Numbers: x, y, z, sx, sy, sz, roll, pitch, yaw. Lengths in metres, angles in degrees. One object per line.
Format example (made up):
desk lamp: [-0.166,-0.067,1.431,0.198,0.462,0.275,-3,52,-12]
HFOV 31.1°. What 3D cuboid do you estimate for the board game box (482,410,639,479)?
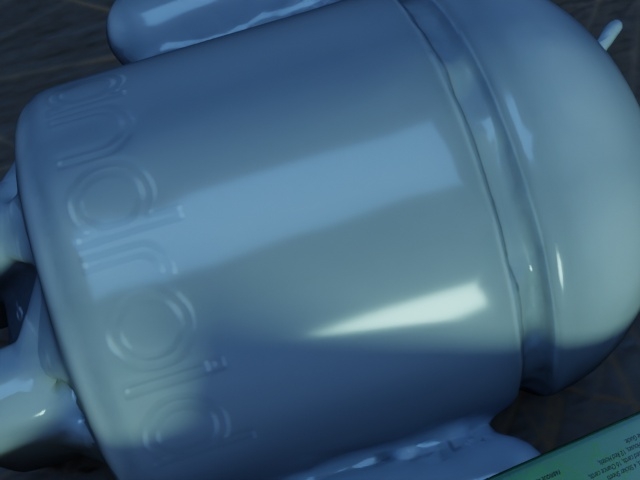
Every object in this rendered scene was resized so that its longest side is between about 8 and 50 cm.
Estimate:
board game box: [0.155,0.167,0.433,0.317,0.046,0.214,-13,73,-35]

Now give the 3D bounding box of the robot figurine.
robot figurine: [0.000,0.000,0.524,0.353,0.200,0.300,-18,79,-5]
